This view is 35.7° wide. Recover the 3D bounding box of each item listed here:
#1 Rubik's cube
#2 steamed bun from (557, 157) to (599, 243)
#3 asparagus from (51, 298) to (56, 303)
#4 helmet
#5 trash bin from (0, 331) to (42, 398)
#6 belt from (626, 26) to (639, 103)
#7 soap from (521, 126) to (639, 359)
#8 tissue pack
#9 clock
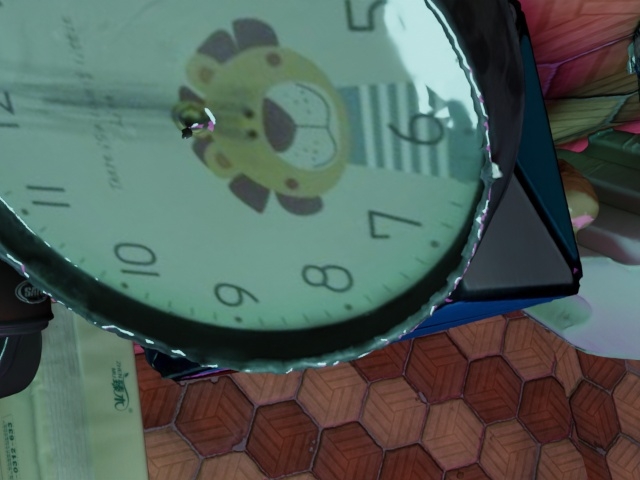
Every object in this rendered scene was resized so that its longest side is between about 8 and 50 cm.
[{"bbox_3d":[0.016,-0.047,0.721,0.248,0.250,0.246,-16,170,33],"label":"Rubik's cube"},{"bbox_3d":[0.117,-0.033,1.050,0.247,0.189,0.428,-49,-178,7],"label":"steamed bun"},{"bbox_3d":[-0.268,0.032,1.245,0.343,0.082,0.085,-4,145,38],"label":"asparagus"},{"bbox_3d":[-0.385,0.069,1.017,0.216,0.193,0.189,-7,179,15],"label":"helmet"},{"bbox_3d":[-0.526,0.135,1.201,0.214,0.214,0.334,-20,176,38],"label":"trash bin"},{"bbox_3d":[0.400,-0.148,0.938,0.207,0.150,0.257,-8,173,20],"label":"belt"},{"bbox_3d":[0.361,-0.002,1.210,0.261,0.156,0.446,-32,-161,-7],"label":"soap"},{"bbox_3d":[-0.412,0.249,1.476,0.207,0.380,0.297,2,164,-43],"label":"tissue pack"},{"bbox_3d":[-0.059,-0.062,0.479,0.312,0.312,0.061,-19,-150,31],"label":"clock"}]
